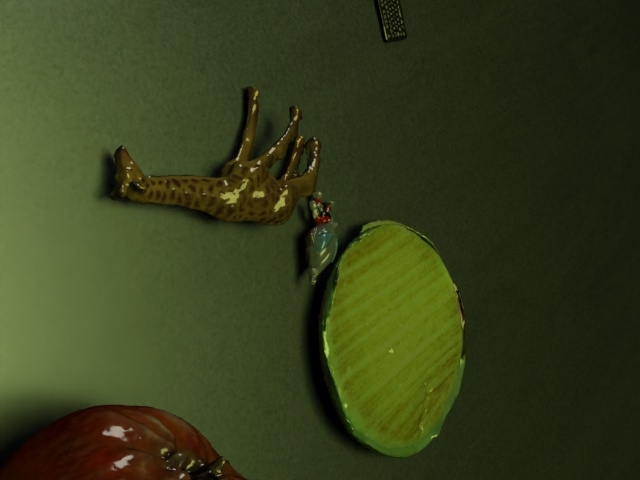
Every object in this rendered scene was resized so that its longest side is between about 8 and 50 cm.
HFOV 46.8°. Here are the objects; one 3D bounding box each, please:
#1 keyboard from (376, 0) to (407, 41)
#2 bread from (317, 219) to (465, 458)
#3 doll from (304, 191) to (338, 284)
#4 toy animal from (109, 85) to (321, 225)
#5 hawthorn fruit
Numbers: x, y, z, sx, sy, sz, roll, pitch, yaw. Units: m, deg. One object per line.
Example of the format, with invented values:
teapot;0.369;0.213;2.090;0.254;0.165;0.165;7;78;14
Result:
keyboard;0.088;-0.354;1.023;0.053;0.010;0.155;-23;103;-44
bread;0.094;0.122;0.951;0.301;0.045;0.302;10;76;-47
doll;0.001;0.000;0.872;0.057;0.039;0.114;92;3;-66
toy animal;-0.092;-0.069;0.771;0.275;0.054;0.149;-37;109;-42
hawthorn fruit;-0.165;0.271;0.560;0.242;0.242;0.272;35;92;-39
